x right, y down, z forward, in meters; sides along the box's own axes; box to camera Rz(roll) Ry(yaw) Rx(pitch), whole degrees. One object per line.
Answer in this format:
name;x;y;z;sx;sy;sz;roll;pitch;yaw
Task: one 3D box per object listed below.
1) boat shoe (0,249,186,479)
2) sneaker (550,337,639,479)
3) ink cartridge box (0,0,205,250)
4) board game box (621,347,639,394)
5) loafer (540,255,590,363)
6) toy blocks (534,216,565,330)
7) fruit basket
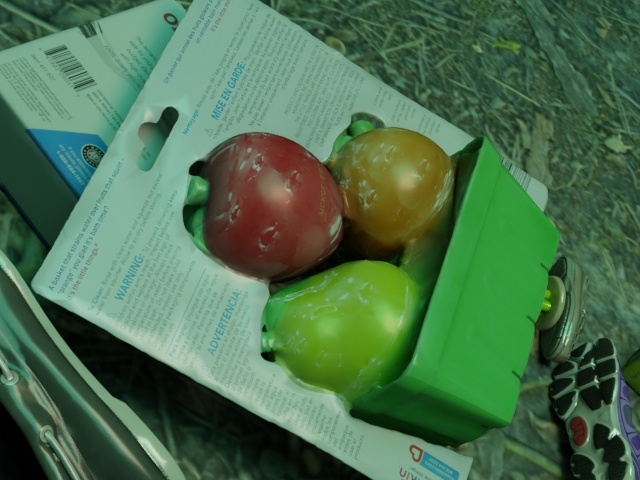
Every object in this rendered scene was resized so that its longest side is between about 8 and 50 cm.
boat shoe;-0.226;0.087;0.728;0.335;0.112;0.095;45;43;2
sneaker;0.251;0.165;0.993;0.071;0.068;0.170;39;39;-36
ink cartridge box;-0.165;-0.098;0.915;0.203;0.086;0.148;-30;76;-41
board game box;0.377;0.158;1.037;0.181;0.092;0.043;45;48;6
loafer;0.237;0.067;1.056;0.039;0.045;0.125;28;45;-12
toy blocks;0.147;0.013;1.036;0.148;0.054;0.123;16;51;-19
fruit basket;0.000;0.000;0.872;0.353;0.165;0.327;28;57;-10
